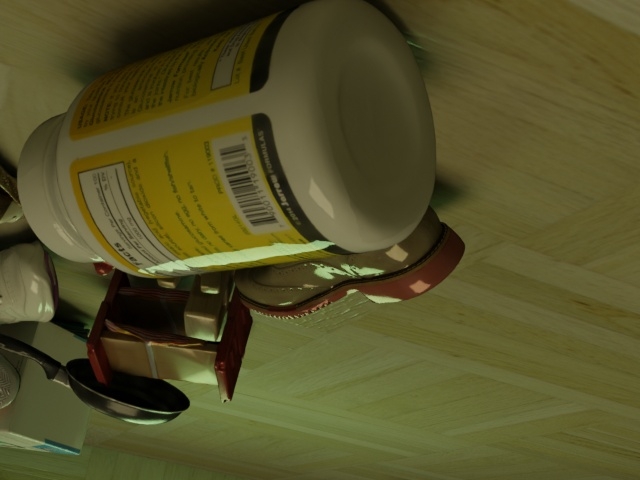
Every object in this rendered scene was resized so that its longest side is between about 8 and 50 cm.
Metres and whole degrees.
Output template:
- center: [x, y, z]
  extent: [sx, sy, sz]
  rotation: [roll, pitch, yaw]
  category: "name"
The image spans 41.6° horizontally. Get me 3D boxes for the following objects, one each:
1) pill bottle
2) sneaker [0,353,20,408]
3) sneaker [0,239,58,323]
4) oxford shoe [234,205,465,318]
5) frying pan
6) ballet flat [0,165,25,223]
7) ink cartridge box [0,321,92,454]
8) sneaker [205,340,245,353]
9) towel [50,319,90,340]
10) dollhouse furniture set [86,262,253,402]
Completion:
- center: [-0.090, -0.068, 0.694]
  extent: [0.333, 0.188, 0.188]
  rotation: [-8, 152, 35]
  category: "pill bottle"
- center: [-0.626, 0.176, 1.360]
  extent: [0.321, 0.125, 0.180]
  rotation: [21, 179, -5]
  category: "sneaker"
- center: [-0.479, 0.082, 1.221]
  extent: [0.152, 0.114, 0.305]
  rotation: [-10, 171, -39]
  category: "sneaker"
- center: [0.000, 0.000, 0.956]
  extent: [0.348, 0.123, 0.130]
  rotation: [-16, 120, 47]
  category: "oxford shoe"
- center: [-0.346, 0.213, 1.251]
  extent: [0.326, 0.053, 0.197]
  rotation: [18, -177, -36]
  category: "frying pan"
- center: [-0.389, -0.058, 0.975]
  extent: [0.073, 0.067, 0.206]
  rotation: [2, 156, 13]
  category: "ballet flat"
- center: [-0.564, 0.252, 1.485]
  extent: [0.270, 0.197, 0.198]
  rotation: [0, 156, 23]
  category: "ink cartridge box"
- center: [-0.233, 0.157, 1.392]
  extent: [0.252, 0.103, 0.111]
  rotation: [12, 153, -23]
  category: "sneaker"
- center: [-0.631, 0.185, 1.666]
  extent: [0.271, 0.040, 0.370]
  rotation: [20, 156, -23]
  category: "towel"
- center: [-0.208, 0.051, 1.116]
  extent: [0.201, 0.152, 0.374]
  rotation: [7, 140, 5]
  category: "dollhouse furniture set"
